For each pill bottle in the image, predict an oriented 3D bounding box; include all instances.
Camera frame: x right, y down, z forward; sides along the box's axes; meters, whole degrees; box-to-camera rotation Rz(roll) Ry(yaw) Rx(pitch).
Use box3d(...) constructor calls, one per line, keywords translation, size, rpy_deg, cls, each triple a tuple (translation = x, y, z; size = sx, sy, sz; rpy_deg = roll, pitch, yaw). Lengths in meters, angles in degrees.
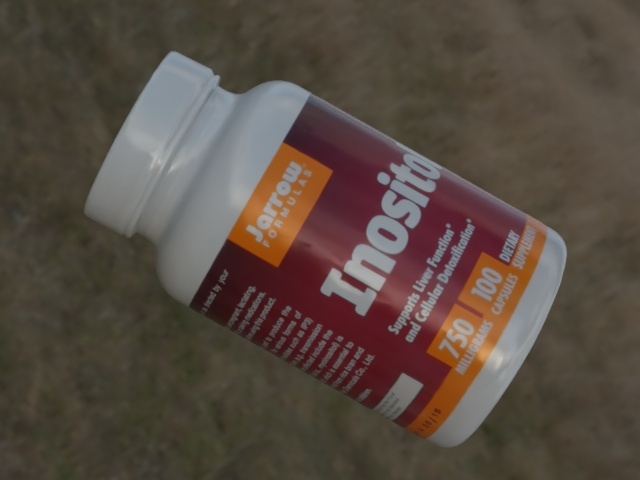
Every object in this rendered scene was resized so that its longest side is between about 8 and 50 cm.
box3d(translation=(0.000, 0.000, 0.653), size=(0.152, 0.086, 0.086), rpy_deg=(29, 18, -2), cls="pill bottle")
